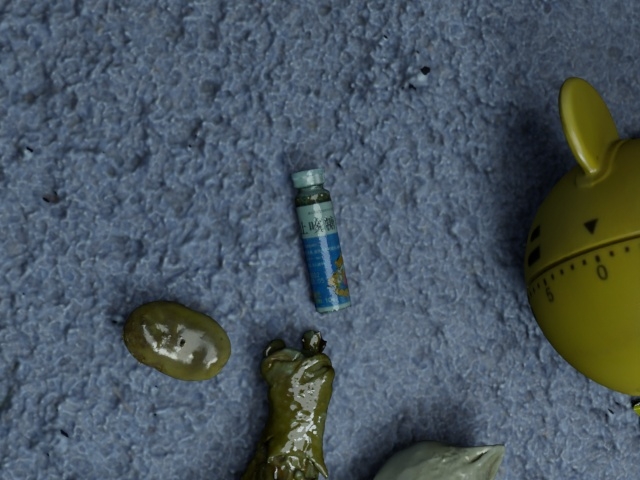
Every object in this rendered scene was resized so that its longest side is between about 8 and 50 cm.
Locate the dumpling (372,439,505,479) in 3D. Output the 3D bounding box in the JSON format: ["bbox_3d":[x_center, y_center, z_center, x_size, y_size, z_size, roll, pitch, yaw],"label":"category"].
[{"bbox_3d":[0.151,0.342,1.218,0.216,0.126,0.166,-43,138,-13],"label":"dumpling"}]

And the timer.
[{"bbox_3d":[0.427,-0.003,1.184,0.376,0.376,0.386,-3,69,-13],"label":"timer"}]

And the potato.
[{"bbox_3d":[-0.184,0.128,1.154,0.138,0.070,0.091,26,80,-14],"label":"potato"}]

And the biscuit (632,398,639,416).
[{"bbox_3d":[0.516,0.373,1.350,0.048,0.026,0.291,-14,94,7],"label":"biscuit"}]

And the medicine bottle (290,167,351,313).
[{"bbox_3d":[0.000,0.000,1.207,0.051,0.051,0.191,-13,94,-13],"label":"medicine bottle"}]

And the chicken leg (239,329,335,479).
[{"bbox_3d":[-0.060,0.321,1.155,0.201,0.153,0.429,12,80,-6],"label":"chicken leg"}]
